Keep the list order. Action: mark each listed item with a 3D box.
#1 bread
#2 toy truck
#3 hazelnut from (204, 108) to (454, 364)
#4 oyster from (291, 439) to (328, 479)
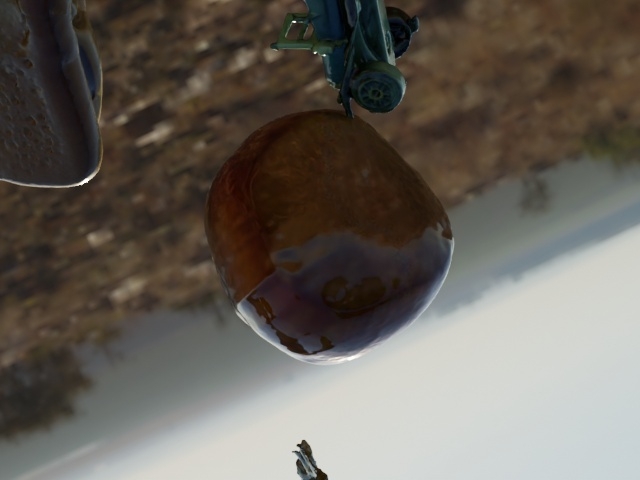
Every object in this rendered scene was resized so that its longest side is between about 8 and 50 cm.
[{"bbox_3d":[-0.158,-0.119,0.829,0.116,0.200,0.077,5,-140,12],"label":"bread"},{"bbox_3d":[0.005,-0.151,1.035,0.078,0.154,0.080,-5,-144,14],"label":"toy truck"},{"bbox_3d":[0.000,0.000,1.093,0.150,0.150,0.150,-25,175,-2],"label":"hazelnut"},{"bbox_3d":[0.004,0.196,1.136,0.045,0.146,0.121,-8,178,11],"label":"oyster"}]
